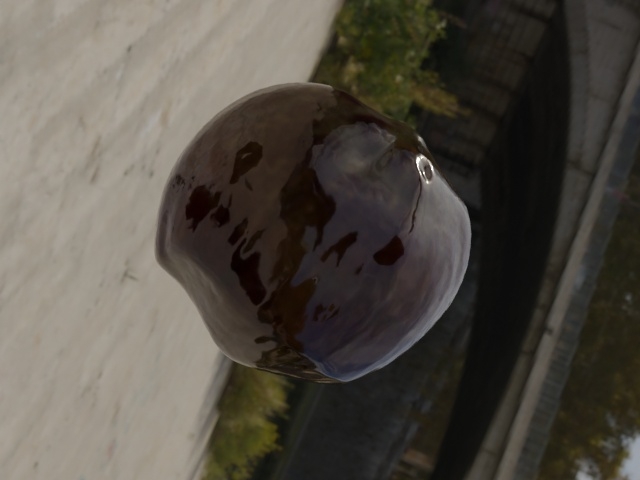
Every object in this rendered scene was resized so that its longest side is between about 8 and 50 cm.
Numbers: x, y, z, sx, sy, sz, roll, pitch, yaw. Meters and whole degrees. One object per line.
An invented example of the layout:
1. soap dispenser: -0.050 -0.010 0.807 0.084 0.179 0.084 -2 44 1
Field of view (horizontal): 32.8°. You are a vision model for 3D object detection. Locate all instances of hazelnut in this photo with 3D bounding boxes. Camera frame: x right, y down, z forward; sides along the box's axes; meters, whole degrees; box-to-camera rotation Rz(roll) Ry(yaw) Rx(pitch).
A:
1. hazelnut: 0.000 0.000 0.812 0.218 0.234 0.218 -33 -143 29
